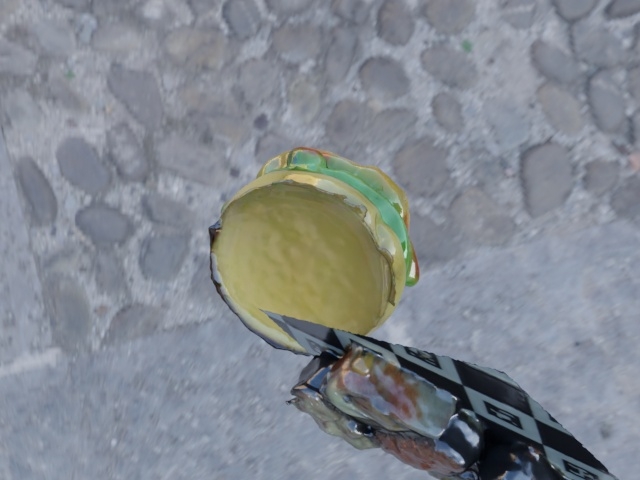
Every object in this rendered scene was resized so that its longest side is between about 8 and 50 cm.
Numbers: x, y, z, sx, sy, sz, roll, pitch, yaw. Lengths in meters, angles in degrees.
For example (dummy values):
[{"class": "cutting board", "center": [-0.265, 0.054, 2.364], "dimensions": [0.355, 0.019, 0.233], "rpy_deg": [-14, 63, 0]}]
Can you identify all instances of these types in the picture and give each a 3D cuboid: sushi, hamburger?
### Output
[{"class": "sushi", "center": [0.108, 0.173, 1.132], "dimensions": [0.292, 0.294, 0.059], "rpy_deg": [43, 69, -36]}, {"class": "hamburger", "center": [0.000, 0.000, 1.595], "dimensions": [0.237, 0.237, 0.149], "rpy_deg": [38, 34, 1]}]
